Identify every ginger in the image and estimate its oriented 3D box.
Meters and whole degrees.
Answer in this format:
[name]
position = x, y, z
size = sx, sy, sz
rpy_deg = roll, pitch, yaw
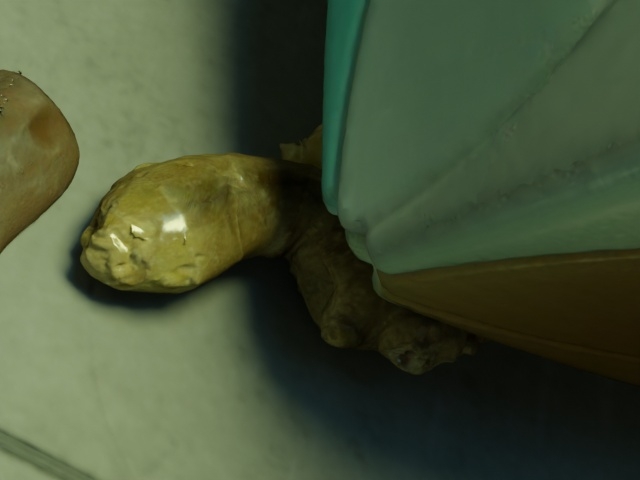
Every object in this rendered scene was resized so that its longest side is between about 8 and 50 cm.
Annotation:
[ginger]
position = -0.001, 0.007, 0.800
size = 0.214, 0.059, 0.133
rpy_deg = -8, 60, -44

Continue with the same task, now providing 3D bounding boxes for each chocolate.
[chocolate]
position = -0.132, -0.034, 0.750
size = 0.064, 0.031, 0.100
rpy_deg = 48, 40, -5

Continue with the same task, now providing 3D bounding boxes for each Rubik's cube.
[Rubik's cube]
position = 0.232, -0.131, 0.758
size = 0.347, 0.352, 0.351
rpy_deg = 18, 68, -34
